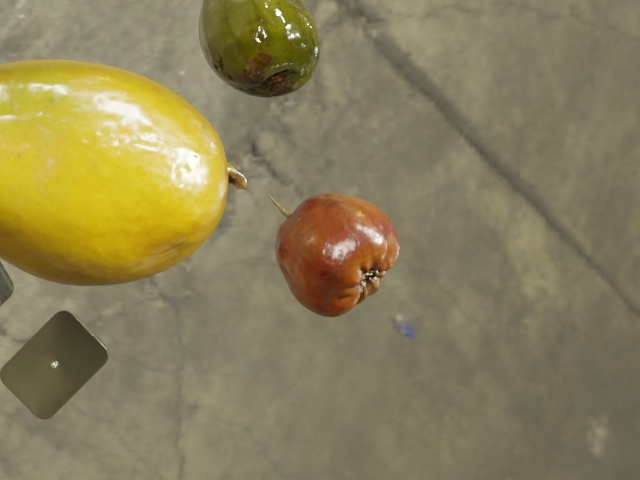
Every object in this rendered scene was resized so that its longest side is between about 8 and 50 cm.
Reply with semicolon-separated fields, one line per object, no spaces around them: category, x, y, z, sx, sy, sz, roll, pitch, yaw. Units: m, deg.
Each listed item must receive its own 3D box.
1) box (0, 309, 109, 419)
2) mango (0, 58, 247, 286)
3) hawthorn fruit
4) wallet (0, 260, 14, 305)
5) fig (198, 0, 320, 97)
box;-0.332;0.155;1.845;0.091;0.031;0.126;44;93;0
mango;-0.197;-0.054;1.160;0.316;0.119;0.177;9;91;-33
hawthorn fruit;0.011;0.012;1.480;0.125;0.140;0.125;-10;102;-52
wallet;-0.456;0.027;1.682;0.170;0.044;0.321;-37;154;-17
fig;-0.084;-0.239;1.595;0.133;0.185;0.127;-3;135;-45
